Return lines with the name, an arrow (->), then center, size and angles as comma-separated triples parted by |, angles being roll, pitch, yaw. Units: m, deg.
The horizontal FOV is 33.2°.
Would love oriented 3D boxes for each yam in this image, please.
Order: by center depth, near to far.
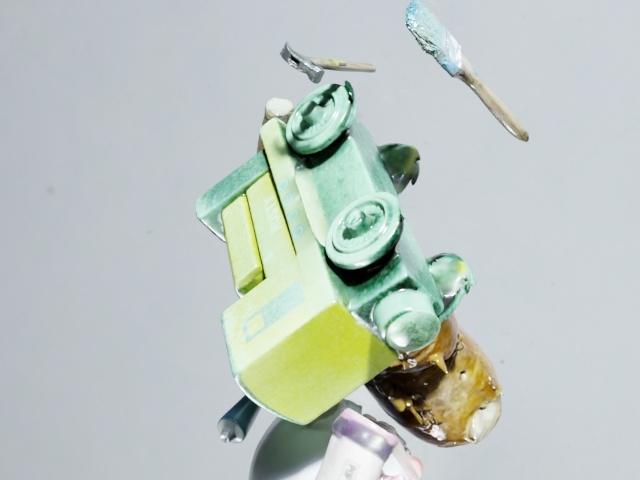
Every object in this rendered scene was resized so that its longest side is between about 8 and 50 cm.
yam -> -0.080, -0.114, 1.759 | 0.061, 0.061, 0.274 | 28, 138, 17

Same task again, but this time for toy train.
toy train -> 0.000, 0.000, 1.177 | 0.253, 0.160, 0.397 | -37, 39, 16

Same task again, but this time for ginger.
ginger -> 0.144, 0.173, 1.549 | 0.176, 0.254, 0.418 | -40, 117, -3

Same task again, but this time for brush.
brush -> 0.156, -0.169, 1.117 | 0.021, 0.070, 0.196 | -34, 114, 26

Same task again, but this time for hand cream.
hand cream -> -0.094, 0.241, 1.674 | 0.048, 0.224, 0.083 | 34, 128, 8

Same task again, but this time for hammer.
hammer -> 0.013, -0.192, 1.170 | 0.062, 0.182, 0.017 | 37, 111, 19

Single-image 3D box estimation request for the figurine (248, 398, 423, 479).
figurine -> 0.021, 0.300, 1.255 | 0.211, 0.361, 0.253 | -8, 92, -4
